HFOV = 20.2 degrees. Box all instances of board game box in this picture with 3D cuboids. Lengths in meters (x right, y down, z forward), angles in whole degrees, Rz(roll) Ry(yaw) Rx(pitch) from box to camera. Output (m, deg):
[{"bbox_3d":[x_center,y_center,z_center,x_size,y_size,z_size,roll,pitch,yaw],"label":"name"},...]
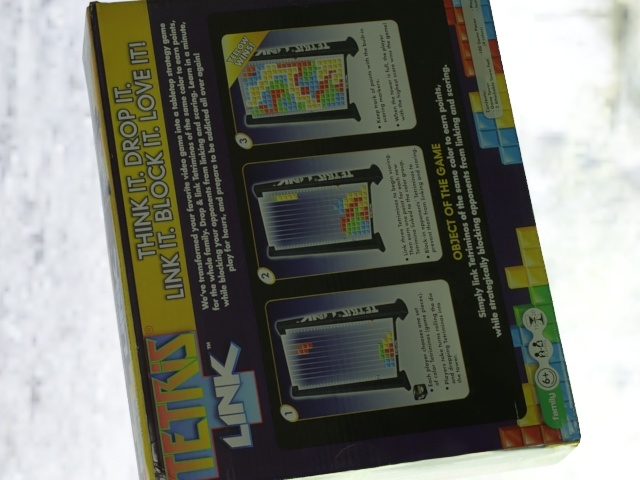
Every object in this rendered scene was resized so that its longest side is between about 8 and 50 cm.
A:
[{"bbox_3d":[0.000,0.000,0.603,0.048,0.141,0.170,115,-32,-70],"label":"board game box"}]
